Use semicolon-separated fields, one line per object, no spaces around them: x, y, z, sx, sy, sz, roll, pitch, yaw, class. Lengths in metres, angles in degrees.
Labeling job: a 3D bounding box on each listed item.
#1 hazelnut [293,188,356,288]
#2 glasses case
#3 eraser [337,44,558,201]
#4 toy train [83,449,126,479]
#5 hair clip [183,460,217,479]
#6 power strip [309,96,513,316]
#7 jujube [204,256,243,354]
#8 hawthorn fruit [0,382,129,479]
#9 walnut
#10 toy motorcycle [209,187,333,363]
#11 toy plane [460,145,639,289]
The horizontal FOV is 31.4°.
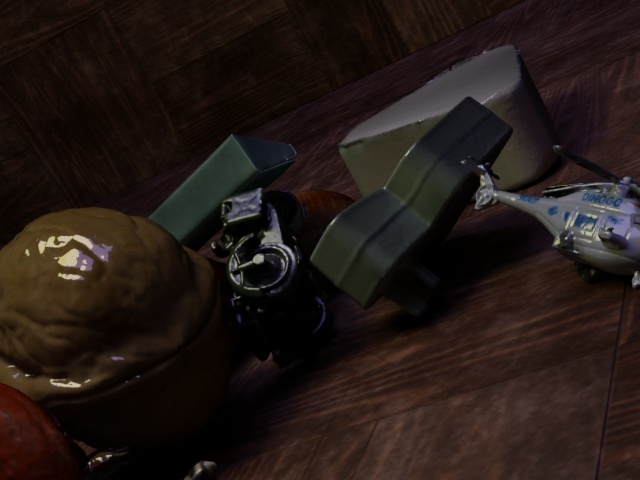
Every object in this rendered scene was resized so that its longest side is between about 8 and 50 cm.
0.000;0.000;1.582;0.154;0.143;0.143;-14;13;-8;hazelnut
-0.145;-0.041;1.518;0.105;0.056;0.266;6;-34;-41;glasses case
0.187;-0.148;1.695;0.331;0.150;0.331;-25;16;8;eraser
-0.327;0.321;1.275;0.234;0.051;0.052;-34;11;-16;toy train
-0.183;0.307;1.009;0.292;0.084;0.106;-36;20;-7;hair clip
0.120;-0.017;1.356;0.261;0.141;0.229;-42;-14;-41;power strip
-0.172;0.099;1.543;0.168;0.168;0.236;-22;5;26;jujube
-0.333;0.261;1.125;0.307;0.276;0.276;-8;3;-30;hawthorn fruit
-0.240;0.100;1.297;0.252;0.277;0.313;-5;8;-42;walnut
-0.073;0.028;1.408;0.127;0.205;0.275;-24;55;7;toy motorcycle
0.241;-0.028;1.161;0.273;0.182;0.107;20;82;32;toy plane
